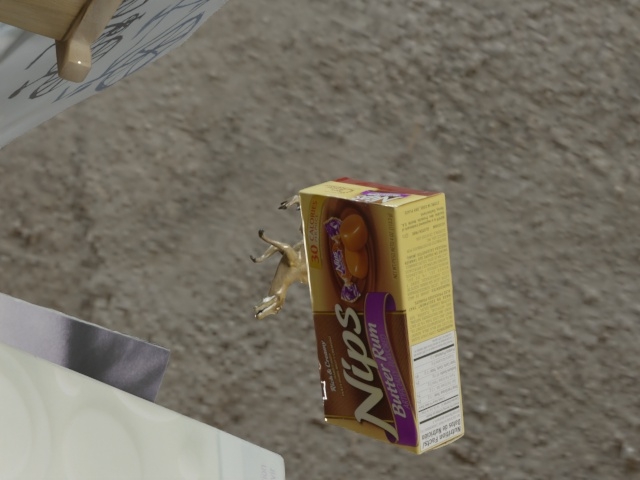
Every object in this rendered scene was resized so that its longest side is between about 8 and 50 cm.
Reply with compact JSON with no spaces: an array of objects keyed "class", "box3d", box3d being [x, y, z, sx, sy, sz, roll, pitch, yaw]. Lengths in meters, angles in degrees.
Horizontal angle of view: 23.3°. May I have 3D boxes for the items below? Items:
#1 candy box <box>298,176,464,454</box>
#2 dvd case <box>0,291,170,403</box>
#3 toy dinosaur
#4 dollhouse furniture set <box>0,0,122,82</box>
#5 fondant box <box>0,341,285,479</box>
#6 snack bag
[{"class":"candy box","box3d":[0.045,0.053,1.138,0.109,0.053,0.187,12,112,49]},{"class":"dvd case","box3d":[-0.165,0.100,0.671,0.018,0.221,0.164,14,83,39]},{"class":"toy dinosaur","box3d":[0.000,0.000,1.485,0.183,0.092,0.053,-33,19,1]},{"class":"dollhouse furniture set","box3d":[-0.097,-0.199,0.618,0.355,0.303,0.174,-47,40,36]},{"class":"fondant box","box3d":[-0.140,0.150,0.490,0.096,0.330,0.238,-24,55,31]},{"class":"snack bag","box3d":[-0.131,-0.118,0.871,0.037,0.342,0.323,56,143,-4]}]
